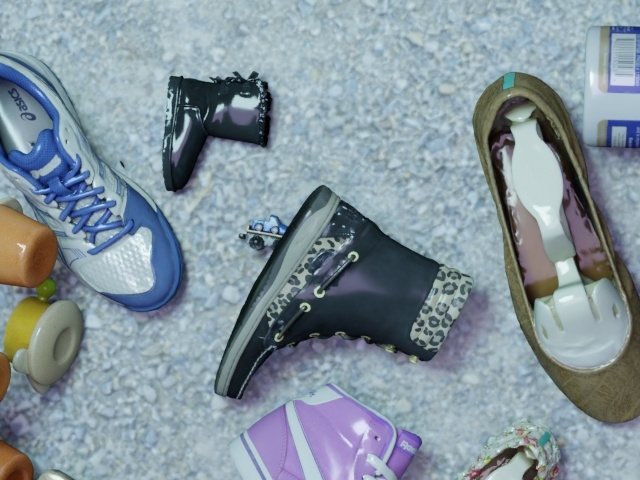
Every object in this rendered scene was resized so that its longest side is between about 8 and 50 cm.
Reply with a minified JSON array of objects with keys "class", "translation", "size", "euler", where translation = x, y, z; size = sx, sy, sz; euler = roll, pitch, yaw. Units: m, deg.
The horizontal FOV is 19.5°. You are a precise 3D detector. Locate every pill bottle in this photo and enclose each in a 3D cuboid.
[{"class":"pill bottle","translation":[0.333,-0.137,1.688],"size":[0.187,0.112,0.112],"euler":[3,91,9]}]

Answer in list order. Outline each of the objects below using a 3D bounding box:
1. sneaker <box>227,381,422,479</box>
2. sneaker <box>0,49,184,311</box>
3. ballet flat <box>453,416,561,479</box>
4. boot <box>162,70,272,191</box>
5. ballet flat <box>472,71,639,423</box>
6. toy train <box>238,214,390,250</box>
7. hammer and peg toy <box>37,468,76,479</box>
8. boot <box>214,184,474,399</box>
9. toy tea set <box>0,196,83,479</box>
[{"class":"sneaker","translation":[0.044,0.257,1.718],"size":[0.161,0.102,0.282],"euler":[-33,68,2]},{"class":"sneaker","translation":[-0.247,-0.051,1.771],"size":[0.112,0.131,0.296],"euler":[-39,86,5]},{"class":"ballet flat","translation":[0.133,0.265,1.742],"size":[0.091,0.077,0.241],"euler":[36,96,8]},{"class":"boot","translation":[-0.099,-0.104,1.791],"size":[0.099,0.045,0.121],"euler":[4,91,6]},{"class":"ballet flat","translation":[0.220,0.009,1.701],"size":[0.116,0.124,0.342],"euler":[-16,89,9]},{"class":"toy train","translation":[0.000,0.000,1.784],"size":[0.158,0.027,0.036],"euler":[8,89,8]},{"class":"hammer and peg toy","translation":[-0.173,0.410,1.767],"size":[0.361,0.127,0.266],"euler":[32,93,7]},{"class":"boot","translation":[0.018,0.083,1.749],"size":[0.179,0.085,0.236],"euler":[27,113,-6]},{"class":"toy tea set","translation":[-0.334,0.124,1.765],"size":[0.124,0.200,0.336],"euler":[16,83,23]}]
